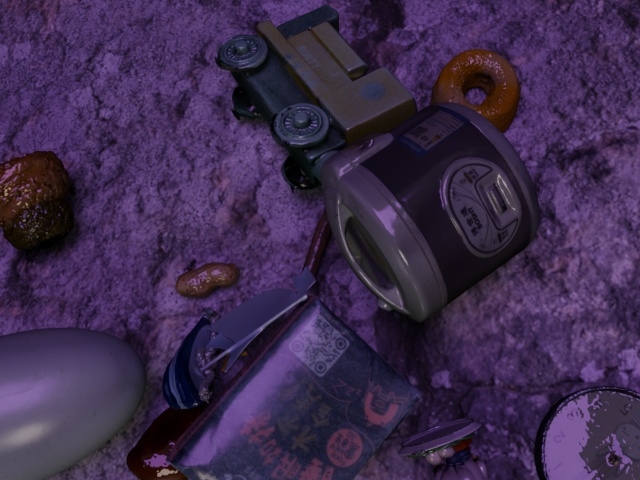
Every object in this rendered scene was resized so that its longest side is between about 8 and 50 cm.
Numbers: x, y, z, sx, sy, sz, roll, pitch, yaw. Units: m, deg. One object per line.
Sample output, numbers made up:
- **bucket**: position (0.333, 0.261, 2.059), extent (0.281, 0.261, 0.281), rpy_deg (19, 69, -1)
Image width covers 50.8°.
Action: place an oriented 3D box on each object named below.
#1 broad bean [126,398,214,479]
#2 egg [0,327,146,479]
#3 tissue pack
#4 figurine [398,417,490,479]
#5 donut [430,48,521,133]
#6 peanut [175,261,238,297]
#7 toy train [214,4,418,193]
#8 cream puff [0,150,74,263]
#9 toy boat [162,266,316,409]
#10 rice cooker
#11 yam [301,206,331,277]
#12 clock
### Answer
- **broad bean**: position (-0.215, 0.313, 1.047), extent (0.165, 0.084, 0.114), rpy_deg (-43, 76, -14)
- **egg**: position (-0.449, 0.252, 1.028), extent (0.370, 0.230, 0.230), rpy_deg (-18, 66, -3)
- **tissue pack**: position (-0.035, 0.268, 0.992), extent (0.228, 0.103, 0.316), rpy_deg (43, 78, -3)
- **figurine**: position (0.193, 0.347, 0.962), extent (0.132, 0.132, 0.154), rpy_deg (-20, 79, 0)
- **donut**: position (0.281, -0.268, 1.220), extent (0.162, 0.065, 0.179), rpy_deg (6, 68, 10)
- **peanut**: position (-0.196, 0.068, 1.164), extent (0.113, 0.054, 0.054), rpy_deg (-19, 66, 0)
- **toy train**: position (-0.016, -0.262, 1.202), extent (0.253, 0.160, 0.397), rpy_deg (-28, 58, -11)
- **cream puff**: position (-0.526, -0.051, 1.217), extent (0.183, 0.183, 0.169), rpy_deg (-28, 92, -4)
- **toy boat**: position (-0.126, 0.133, 1.038), extent (0.291, 0.067, 0.221), rpy_deg (-41, 22, 17)
- **rice cooker**: position (0.154, -0.044, 1.026), extent (0.276, 0.288, 0.288), rpy_deg (-32, 67, -10)
- **yam**: position (0.000, 0.000, 1.171), extent (0.032, 0.032, 0.146), rpy_deg (15, 72, 14)
- **clock**: position (0.422, 0.317, 0.972), extent (0.214, 0.042, 0.215), rpy_deg (-3, 68, 7)
